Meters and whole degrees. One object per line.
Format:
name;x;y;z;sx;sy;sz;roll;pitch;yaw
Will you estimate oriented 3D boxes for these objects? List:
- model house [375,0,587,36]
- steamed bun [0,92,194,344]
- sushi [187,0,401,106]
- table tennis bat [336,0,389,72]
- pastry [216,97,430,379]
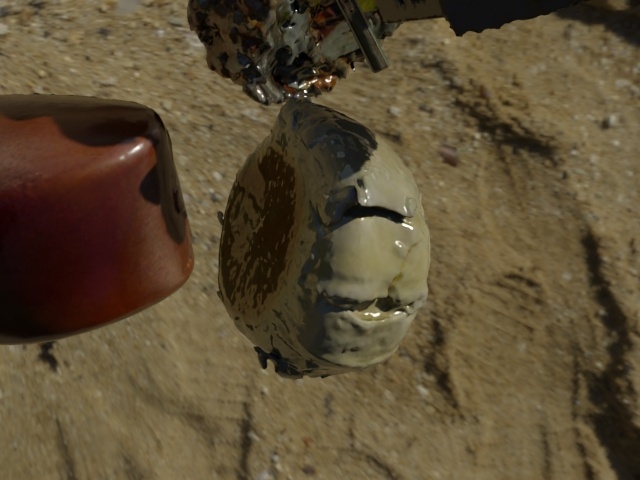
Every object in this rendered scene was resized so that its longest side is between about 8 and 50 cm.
model house;0.093;-0.191;0.566;0.176;0.248;0.180;-30;108;-27
steamed bun;-0.334;-0.025;1.329;0.248;0.379;0.235;-51;138;-46
sushi;-0.002;-0.384;1.830;0.417;0.176;0.417;-33;146;-26
table tennis bat;0.008;-0.277;1.252;0.021;0.154;0.274;-27;132;6
pastry;0.000;0.000;0.731;0.088;0.166;0.165;6;98;-32
